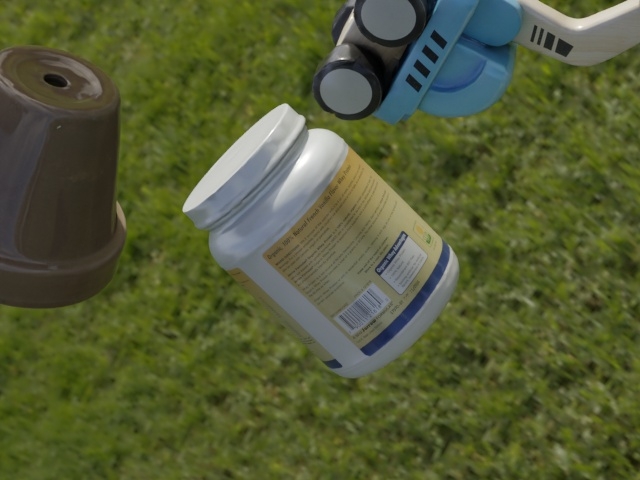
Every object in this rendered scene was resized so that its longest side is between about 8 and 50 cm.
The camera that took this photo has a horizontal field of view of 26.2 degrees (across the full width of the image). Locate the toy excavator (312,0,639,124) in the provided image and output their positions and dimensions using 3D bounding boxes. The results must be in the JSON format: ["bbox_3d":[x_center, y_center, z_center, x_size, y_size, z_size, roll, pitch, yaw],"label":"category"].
[{"bbox_3d":[0.269,-0.314,2.025,0.433,0.445,0.222,-59,10,39],"label":"toy excavator"}]

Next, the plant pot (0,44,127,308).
[{"bbox_3d":[-0.329,-0.091,1.563,0.229,0.263,0.263,-67,30,31],"label":"plant pot"}]

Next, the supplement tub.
[{"bbox_3d":[0.000,0.000,1.778,0.228,0.316,0.228,-43,14,13],"label":"supplement tub"}]
